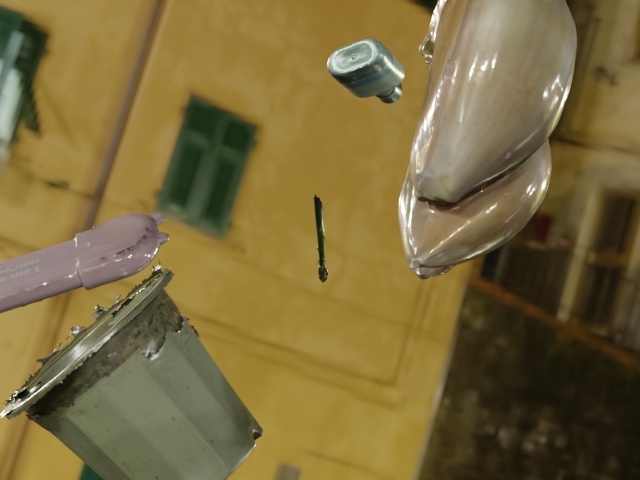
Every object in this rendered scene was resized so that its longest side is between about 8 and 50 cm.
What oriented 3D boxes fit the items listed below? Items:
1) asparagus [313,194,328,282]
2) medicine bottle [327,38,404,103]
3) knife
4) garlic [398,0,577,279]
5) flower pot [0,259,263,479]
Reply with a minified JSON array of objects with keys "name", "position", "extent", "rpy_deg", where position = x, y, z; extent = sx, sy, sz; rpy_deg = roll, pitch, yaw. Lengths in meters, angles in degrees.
[{"name":"asparagus","position":[0.000,0.000,2.072],"extent":[0.013,0.016,0.166],"rpy_deg":[-1,-42,3]},{"name":"medicine bottle","position":[0.078,-0.249,2.487],"extent":[0.090,0.054,0.208],"rpy_deg":[-20,-14,13]},{"name":"knife","position":[-0.325,0.060,1.499],"extent":[0.398,0.132,0.038],"rpy_deg":[-19,-58,0]},{"name":"garlic","position":[0.147,-0.119,1.505],"extent":[0.132,0.325,0.279],"rpy_deg":[6,-46,-2]},{"name":"flower pot","position":[-0.221,0.207,2.106],"extent":[0.259,0.290,0.290],"rpy_deg":[48,-16,-7]}]
